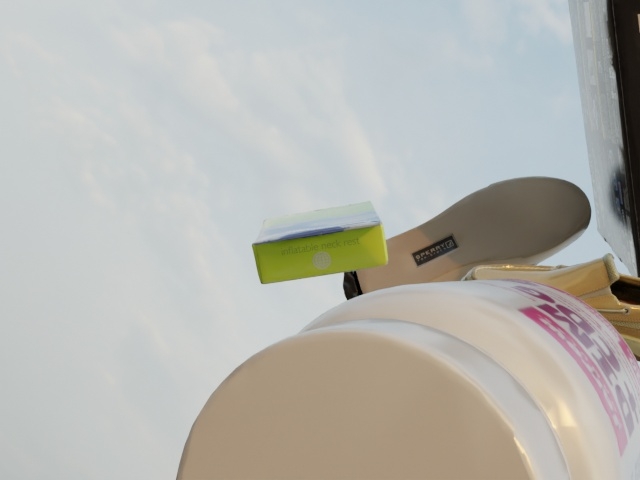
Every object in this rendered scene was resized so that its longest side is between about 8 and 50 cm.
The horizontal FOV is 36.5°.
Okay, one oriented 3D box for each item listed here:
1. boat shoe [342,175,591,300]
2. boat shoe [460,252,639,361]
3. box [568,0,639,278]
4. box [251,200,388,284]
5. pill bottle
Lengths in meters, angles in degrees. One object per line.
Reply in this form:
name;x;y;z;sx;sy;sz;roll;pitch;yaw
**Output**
boat shoe;0.206;0.030;1.333;0.158;0.341;0.127;56;17;-60
boat shoe;0.201;0.038;0.726;0.190;0.068;0.072;10;-54;-7
box;0.374;-0.171;1.164;0.097;0.318;0.394;-9;-80;7
box;0.000;0.000;0.850;0.178;0.109;0.042;-92;172;-82
pill bottle;0.062;0.098;0.446;0.160;0.160;0.283;36;12;18
